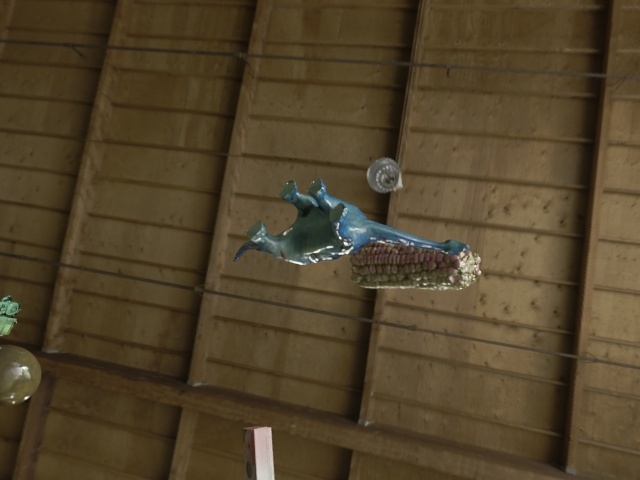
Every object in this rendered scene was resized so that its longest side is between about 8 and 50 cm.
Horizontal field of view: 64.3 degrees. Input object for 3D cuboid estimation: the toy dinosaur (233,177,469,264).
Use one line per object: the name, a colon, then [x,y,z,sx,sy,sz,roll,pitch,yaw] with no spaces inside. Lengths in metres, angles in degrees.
toy dinosaur: [-0.002,-0.015,0.605,0.328,0.144,0.076,-5,-121,24]

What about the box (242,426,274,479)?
box: [-0.144,0.498,1.180,0.043,0.089,0.125,2,-109,-26]

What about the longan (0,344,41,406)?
longan: [-0.897,0.381,1.436,0.204,0.159,0.185,7,-56,0]

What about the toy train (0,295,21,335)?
toy train: [-0.561,0.120,0.838,0.038,0.148,0.071,31,-97,17]

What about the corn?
corn: [0.222,0.066,1.249,0.335,0.126,0.127,4,-98,39]
